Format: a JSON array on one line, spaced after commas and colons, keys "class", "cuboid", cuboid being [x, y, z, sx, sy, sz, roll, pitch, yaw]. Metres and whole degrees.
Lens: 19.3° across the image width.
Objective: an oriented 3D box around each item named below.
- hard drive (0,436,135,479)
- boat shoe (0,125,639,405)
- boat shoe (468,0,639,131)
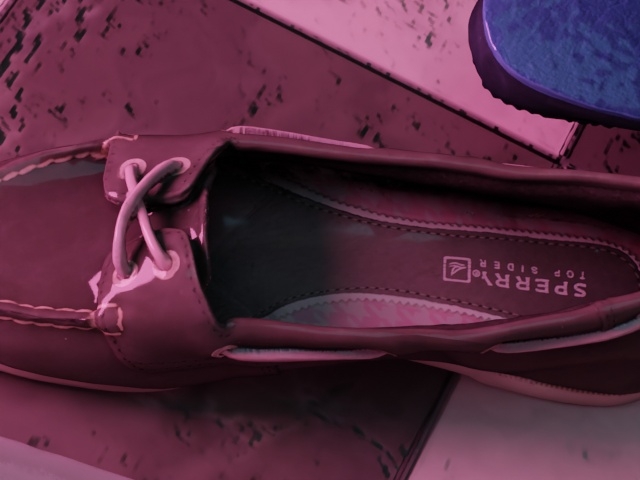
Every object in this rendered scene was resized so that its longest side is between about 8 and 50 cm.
[{"class": "hard drive", "cuboid": [-0.021, 0.194, 0.611, 0.307, 0.040, 0.203, 22, 58, -24]}, {"class": "boat shoe", "cuboid": [0.000, 0.000, 0.749, 0.335, 0.095, 0.112, 5, 61, -8]}, {"class": "boat shoe", "cuboid": [0.185, -0.074, 0.833, 0.258, 0.089, 0.109, 4, 74, -14]}]
